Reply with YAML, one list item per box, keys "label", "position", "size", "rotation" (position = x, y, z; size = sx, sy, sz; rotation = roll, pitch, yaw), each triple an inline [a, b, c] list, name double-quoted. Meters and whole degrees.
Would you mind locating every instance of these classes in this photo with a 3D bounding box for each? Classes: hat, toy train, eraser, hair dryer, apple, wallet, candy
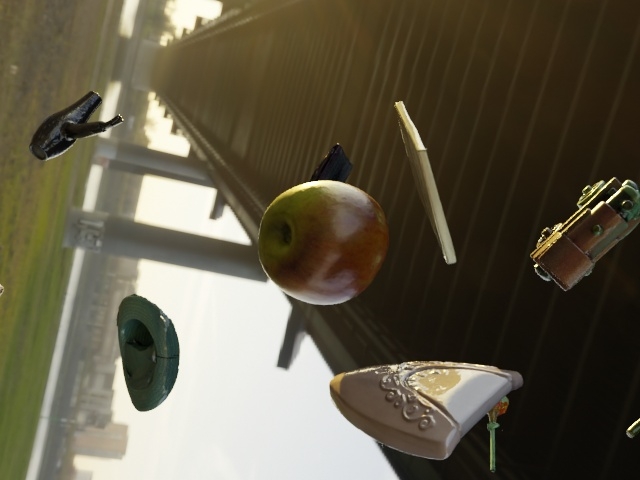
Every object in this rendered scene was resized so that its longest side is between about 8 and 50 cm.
- label: "hat"
  position: [-0.274, 0.179, 1.255]
  size: [0.138, 0.078, 0.190]
  rotation: [-6, -91, 42]
- label: "toy train"
  position: [0.617, -0.019, 1.745]
  size: [0.304, 0.150, 0.221]
  rotation: [-46, 173, 11]
- label: "eraser"
  position: [0.110, 0.198, 0.998]
  size: [0.243, 0.204, 0.059]
  rotation: [3, -72, 38]
- label: "hair dryer"
  position: [-0.454, -0.236, 1.515]
  size: [0.219, 0.075, 0.195]
  rotation: [1, -136, 36]
- label: "apple"
  position: [0.000, 0.000, 1.178]
  size: [0.196, 0.196, 0.195]
  rotation: [-168, -90, -74]
- label: "wallet"
  position: [0.021, -0.134, 1.592]
  size: [0.111, 0.030, 0.166]
  rotation: [-60, 166, -3]
- label: "candy"
  position: [0.293, 0.320, 1.302]
  size: [0.184, 0.056, 0.049]
  rotation: [-71, 163, -56]

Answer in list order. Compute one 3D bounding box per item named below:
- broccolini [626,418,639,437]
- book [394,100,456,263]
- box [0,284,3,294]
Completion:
- label: "broccolini"
  position: [0.692, 0.307, 1.399]
  size: [0.062, 0.272, 0.123]
  rotation: [62, 15, 11]
- label: "book"
  position: [0.189, -0.116, 1.407]
  size: [0.310, 0.021, 0.216]
  rotation: [-95, 167, -66]
- label: "box"
  position: [-0.522, 0.077, 0.822]
  size: [0.274, 0.221, 0.091]
  rotation: [-48, -171, -31]
